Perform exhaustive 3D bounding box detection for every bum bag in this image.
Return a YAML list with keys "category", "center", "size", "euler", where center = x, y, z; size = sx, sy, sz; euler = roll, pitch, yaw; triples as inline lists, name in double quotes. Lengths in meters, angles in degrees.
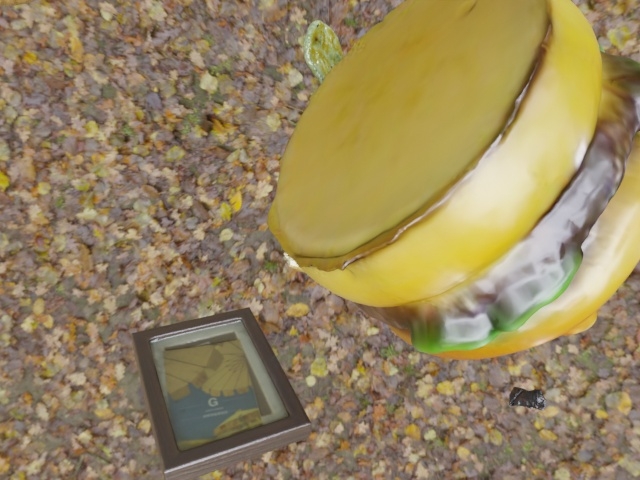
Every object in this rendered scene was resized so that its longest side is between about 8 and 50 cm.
- category: "bum bag"
  center: [0.566, 0.433, 1.416]
  size: [0.034, 0.124, 0.057]
  euler: [17, 75, -27]

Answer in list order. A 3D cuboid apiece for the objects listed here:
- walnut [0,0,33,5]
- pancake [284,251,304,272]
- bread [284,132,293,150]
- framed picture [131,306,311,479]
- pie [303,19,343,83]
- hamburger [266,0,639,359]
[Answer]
- category: "walnut"
  center: [-0.309, -0.306, 0.477]
  size: [0.144, 0.144, 0.180]
  euler: [40, 137, -7]
- category: "pancake"
  center: [0.000, 0.000, 1.538]
  size: [0.266, 0.244, 0.057]
  euler: [-10, 147, -27]
- category: "bread"
  center: [0.050, -0.268, 1.625]
  size: [0.337, 0.358, 0.204]
  euler: [-34, 76, 28]
- category: "framed picture"
  center: [-0.101, 0.135, 0.493]
  size: [0.128, 0.168, 0.023]
  euler: [-11, 126, -24]
- category: "pie"
  center: [0.010, -0.481, 1.352]
  size: [0.041, 0.187, 0.186]
  euler: [-7, 104, 31]
- category: "hamburger"
  center: [0.158, -0.076, 0.584]
  size: [0.278, 0.395, 0.395]
  euler: [36, 101, -31]
